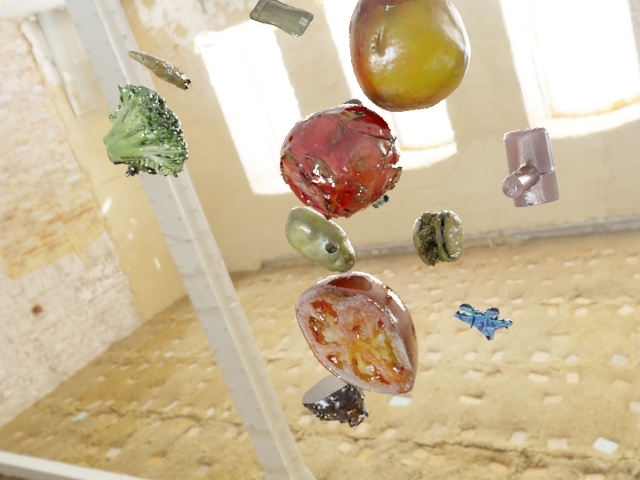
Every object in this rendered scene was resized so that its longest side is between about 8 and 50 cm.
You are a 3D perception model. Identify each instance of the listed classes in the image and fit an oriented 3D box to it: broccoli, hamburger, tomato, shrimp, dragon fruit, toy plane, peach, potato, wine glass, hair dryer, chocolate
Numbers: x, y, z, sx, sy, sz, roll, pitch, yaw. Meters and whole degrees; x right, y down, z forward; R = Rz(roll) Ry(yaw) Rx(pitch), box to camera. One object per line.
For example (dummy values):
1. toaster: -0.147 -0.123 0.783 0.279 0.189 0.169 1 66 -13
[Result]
1. broccoli: -0.604 -0.372 2.169 0.271 0.334 0.324 -10 -142 -6
2. hamburger: 0.322 -0.005 1.779 0.131 0.159 0.185 -6 165 31
3. tomato: 0.105 0.201 1.499 0.338 0.339 0.143 -5 -152 41
4. shrimp: -0.430 -0.465 1.696 0.115 0.051 0.217 39 -168 32
5. dragon fruit: 0.052 -0.197 1.585 0.301 0.296 0.295 -22 -164 -17
6. toy plane: 0.489 0.245 1.848 0.169 0.078 0.246 5 164 29
7. peach: 0.228 -0.516 1.652 0.372 0.373 0.290 -24 -136 -16
8. potato: 0.000 0.000 2.201 0.141 0.296 0.191 -50 -177 -38
9. wine glass: 0.240 -0.158 2.515 0.039 0.042 0.083 -52 -168 -29
10. hair dryer: 0.539 -0.185 1.661 0.125 0.211 0.352 -8 -172 29
11. chocolate: 0.068 0.565 2.116 0.206 0.177 0.224 -32 -176 -36

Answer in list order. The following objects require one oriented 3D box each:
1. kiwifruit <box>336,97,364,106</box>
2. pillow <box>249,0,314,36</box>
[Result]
1. kiwifruit: 0.085 -0.410 2.015 0.124 0.075 0.075 -33 -163 0
2. pillow: -0.136 -0.794 2.215 0.217 0.033 0.130 22 -114 11
